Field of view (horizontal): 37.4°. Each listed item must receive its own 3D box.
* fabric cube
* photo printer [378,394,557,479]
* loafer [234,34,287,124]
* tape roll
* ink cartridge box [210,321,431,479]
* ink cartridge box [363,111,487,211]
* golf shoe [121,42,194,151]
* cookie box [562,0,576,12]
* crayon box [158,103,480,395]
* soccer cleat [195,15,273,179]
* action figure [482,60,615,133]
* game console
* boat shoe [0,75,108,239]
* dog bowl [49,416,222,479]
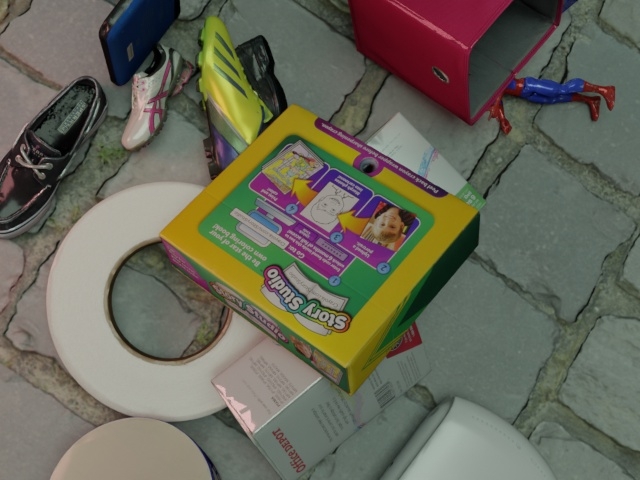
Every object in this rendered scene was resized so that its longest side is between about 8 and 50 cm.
[{"bbox_3d":[0.219,-0.395,1.539,0.258,0.254,0.259,37,80,19],"label":"fabric cube"},{"bbox_3d":[0.230,0.432,1.574,0.256,0.107,0.307,40,80,-4],"label":"photo printer"},{"bbox_3d":[-0.100,-0.261,1.618,0.061,0.062,0.170,-17,84,11],"label":"loafer"},{"bbox_3d":[-0.242,0.098,1.537,0.392,0.072,0.392,0,87,-8],"label":"tape roll"},{"bbox_3d":[0.009,0.212,1.490,0.306,0.226,0.131,-36,55,-10],"label":"ink cartridge box"},{"bbox_3d":[0.156,-0.099,1.589,0.212,0.154,0.093,44,80,-3],"label":"ink cartridge box"},{"bbox_3d":[-0.287,-0.236,1.561,0.086,0.067,0.186,36,73,-37],"label":"golf shoe"},{"bbox_3d":[0.416,-0.465,1.700,0.107,0.092,0.040,40,77,-4],"label":"cookie box"},{"bbox_3d":[0.000,0.000,1.416,0.363,0.106,0.313,33,68,24],"label":"crayon box"},{"bbox_3d":[-0.143,-0.233,1.580,0.121,0.093,0.289,-7,86,-5],"label":"soccer cleat"},{"bbox_3d":[0.370,-0.235,1.668,0.280,0.091,0.139,13,74,-8],"label":"action figure"},{"bbox_3d":[-0.311,-0.414,1.472,0.173,0.293,0.250,35,80,-3],"label":"game console"},{"bbox_3d":[-0.446,-0.136,1.518,0.108,0.102,0.301,37,80,-4],"label":"boat shoe"},{"bbox_3d":[-0.280,0.409,1.442,0.265,0.104,0.265,-2,63,4],"label":"dog bowl"}]
